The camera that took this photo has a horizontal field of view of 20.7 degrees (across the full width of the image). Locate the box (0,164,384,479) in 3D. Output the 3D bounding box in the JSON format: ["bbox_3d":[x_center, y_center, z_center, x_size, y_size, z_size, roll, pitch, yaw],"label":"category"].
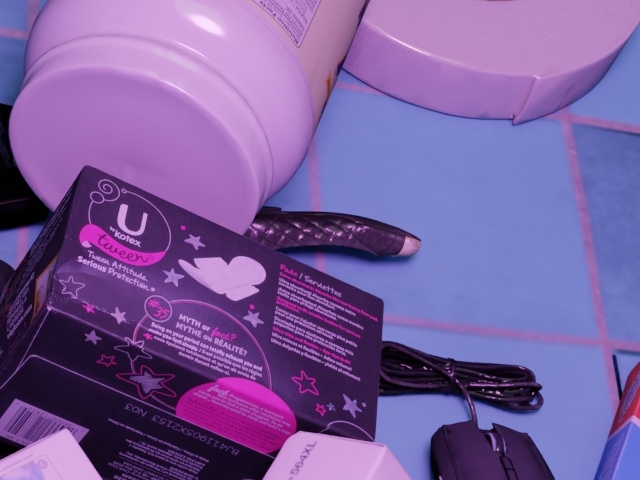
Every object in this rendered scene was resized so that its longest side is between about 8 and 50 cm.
[{"bbox_3d":[-0.100,0.086,1.242,0.247,0.163,0.142,25,43,-17],"label":"box"}]

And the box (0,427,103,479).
[{"bbox_3d":[-0.165,0.249,1.159,0.103,0.114,0.203,-25,67,-32],"label":"box"}]

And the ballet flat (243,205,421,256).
[{"bbox_3d":[0.000,0.000,1.459,0.173,0.057,0.049,5,93,-15],"label":"ballet flat"}]

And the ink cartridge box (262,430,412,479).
[{"bbox_3d":[0.026,0.247,1.165,0.086,0.203,0.148,3,51,41],"label":"ink cartridge box"}]

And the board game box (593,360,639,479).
[{"bbox_3d":[0.366,0.250,1.386,0.317,0.064,0.242,27,50,1],"label":"board game box"}]

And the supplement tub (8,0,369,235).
[{"bbox_3d":[-0.097,-0.166,1.409,0.235,0.235,0.324,23,49,-2],"label":"supplement tub"}]

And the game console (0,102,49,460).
[{"bbox_3d":[-0.293,0.034,1.321,0.213,0.044,0.361,-11,59,-25],"label":"game console"}]

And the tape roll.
[{"bbox_3d":[0.129,-0.285,1.694,0.392,0.072,0.392,10,51,-13],"label":"tape roll"}]

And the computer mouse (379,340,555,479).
[{"bbox_3d":[0.100,0.172,1.333,0.184,0.060,0.262,12,44,-11],"label":"computer mouse"}]
